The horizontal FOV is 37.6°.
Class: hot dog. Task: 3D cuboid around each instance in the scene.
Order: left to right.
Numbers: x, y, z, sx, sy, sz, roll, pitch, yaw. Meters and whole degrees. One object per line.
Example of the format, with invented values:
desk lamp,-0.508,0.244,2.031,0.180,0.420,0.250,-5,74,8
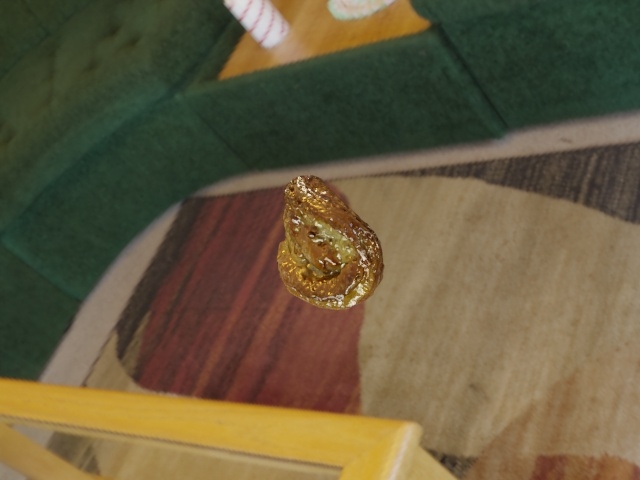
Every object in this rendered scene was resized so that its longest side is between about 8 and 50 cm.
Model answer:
hot dog,0.002,0.001,0.802,0.147,0.065,0.099,-128,40,-57
